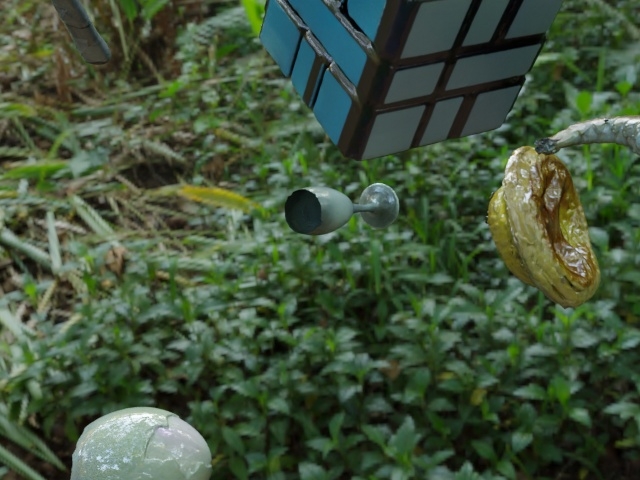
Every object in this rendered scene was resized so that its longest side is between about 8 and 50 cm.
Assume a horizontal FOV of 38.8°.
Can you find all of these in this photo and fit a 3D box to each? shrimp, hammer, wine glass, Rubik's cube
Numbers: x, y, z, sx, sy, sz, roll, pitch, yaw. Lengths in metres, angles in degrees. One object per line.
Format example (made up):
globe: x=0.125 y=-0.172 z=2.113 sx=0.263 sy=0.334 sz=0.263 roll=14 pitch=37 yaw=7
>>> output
shrimp: x=0.362 y=-0.127 z=1.147 sx=0.166 sy=0.049 sz=0.161 roll=-8 pitch=22 yaw=-4
hammer: x=-0.334 y=-0.322 z=1.097 sx=0.152 sy=0.427 sz=0.044 roll=7 pitch=75 yaw=2
wine glass: x=0.000 y=0.000 z=1.834 sx=0.096 sy=0.264 sz=0.309 roll=45 pitch=25 yaw=20
Rubik's cube: x=0.116 y=-0.312 z=1.224 sx=0.293 sy=0.283 sz=0.288 roll=-16 pitch=57 yaw=-26

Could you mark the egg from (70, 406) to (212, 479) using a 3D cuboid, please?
egg: x=-0.279 y=0.360 z=1.451 sx=0.217 sy=0.183 sz=0.183 roll=5 pitch=32 yaw=6

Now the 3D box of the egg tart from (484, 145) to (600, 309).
egg tart: x=0.553 y=-0.024 z=2.313 sx=0.178 sy=0.443 sz=0.443 roll=-20 pitch=20 yaw=35
